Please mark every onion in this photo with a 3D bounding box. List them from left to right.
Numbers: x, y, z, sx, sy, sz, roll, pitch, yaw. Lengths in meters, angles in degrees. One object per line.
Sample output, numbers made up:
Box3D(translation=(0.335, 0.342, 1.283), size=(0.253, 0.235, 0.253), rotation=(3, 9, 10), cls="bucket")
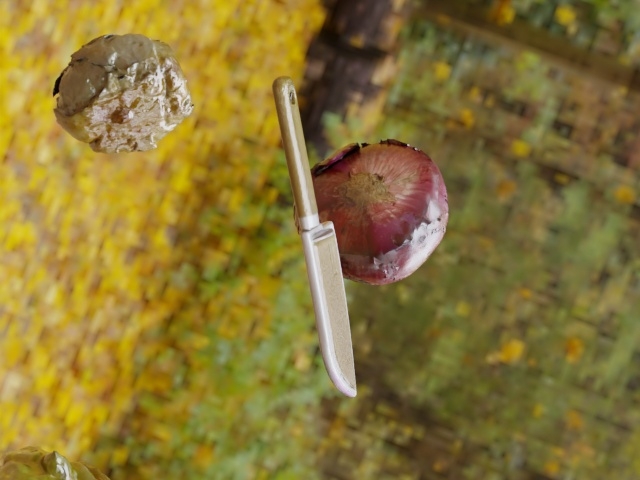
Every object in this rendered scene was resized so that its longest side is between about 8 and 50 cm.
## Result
Box3D(translation=(0.053, -0.016, 1.791), size=(0.140, 0.150, 0.150), rotation=(76, 33, -62), cls="onion")

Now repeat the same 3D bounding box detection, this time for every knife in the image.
Box3D(translation=(0.001, 0.000, 1.386), size=(0.046, 0.022, 0.256), rotation=(-35, 117, -63), cls="knife")

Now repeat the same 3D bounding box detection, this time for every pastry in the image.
Box3D(translation=(-0.213, -0.157, 1.998), size=(0.153, 0.153, 0.081), rotation=(106, -34, -47), cls="pastry")

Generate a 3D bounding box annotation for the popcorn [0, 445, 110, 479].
Box3D(translation=(-0.286, 0.342, 2.051), size=(0.225, 0.249, 0.249), rotation=(-37, -157, 49), cls="popcorn")
